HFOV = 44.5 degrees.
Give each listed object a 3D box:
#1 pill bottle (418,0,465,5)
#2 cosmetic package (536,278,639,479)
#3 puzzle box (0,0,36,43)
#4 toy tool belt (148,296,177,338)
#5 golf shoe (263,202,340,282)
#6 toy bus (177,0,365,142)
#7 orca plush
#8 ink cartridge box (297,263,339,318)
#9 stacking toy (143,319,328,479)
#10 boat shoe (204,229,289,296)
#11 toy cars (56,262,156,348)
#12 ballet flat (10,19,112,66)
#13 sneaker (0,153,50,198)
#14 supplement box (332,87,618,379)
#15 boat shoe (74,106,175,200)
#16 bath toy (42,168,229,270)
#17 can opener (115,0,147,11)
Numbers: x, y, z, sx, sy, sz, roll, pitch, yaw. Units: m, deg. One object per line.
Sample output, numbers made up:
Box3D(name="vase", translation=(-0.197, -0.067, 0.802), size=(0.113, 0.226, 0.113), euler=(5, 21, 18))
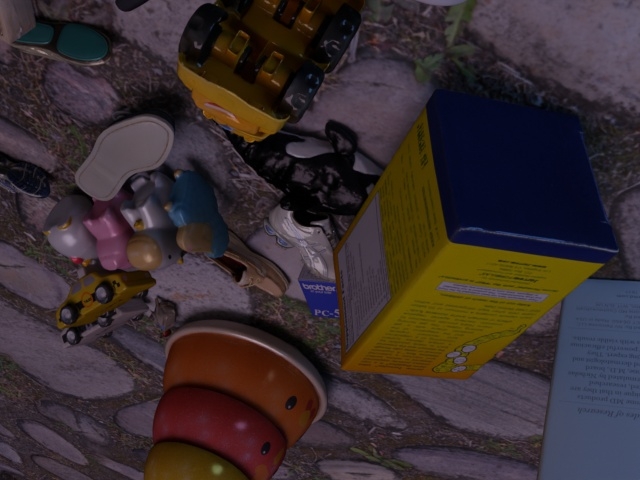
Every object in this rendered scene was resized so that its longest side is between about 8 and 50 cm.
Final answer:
Box3D(name="pill bottle", translation=(0.125, -0.319, 0.714), size=(0.107, 0.108, 0.180), euler=(21, 142, 2))
Box3D(name="cosmetic package", translation=(0.386, 0.294, 1.031), size=(0.161, 0.453, 0.230), euler=(2, 138, 25))
Box3D(name="puzzle box", translation=(-0.471, -0.441, 0.869), size=(0.272, 0.052, 0.409), euler=(27, 144, 14))
Box3D(name="toy tool belt", translation=(-0.314, 0.151, 1.552), size=(0.051, 0.052, 0.083), euler=(46, 145, 22))
Box3D(name="golf shoe", translation=(0.000, 0.000, 1.195), size=(0.176, 0.069, 0.086), euler=(33, 135, -15))
Box3D(name="toy bus", translation=(-0.074, -0.190, 0.888), size=(0.149, 0.220, 0.211), euler=(31, 148, -5))
Box3D(name="orca plush", translation=(-0.032, -0.094, 1.064), size=(0.287, 0.102, 0.151), euler=(35, 141, -15))
Box3D(name="ink cartridge box", translation=(0.075, 0.087, 1.274), size=(0.207, 0.046, 0.097), euler=(3, 137, 24))
Box3D(name="stacking toy", translation=(-0.211, 0.422, 1.463), size=(0.350, 0.480, 0.351), euler=(14, 142, 11))
Box3D(name="boat shoe", translation=(-0.128, 0.050, 1.320), size=(0.170, 0.059, 0.063), euler=(39, 140, -19))
Box3D(name="toy cars", translation=(-0.414, 0.114, 1.470), size=(0.087, 0.176, 0.394), euler=(67, 159, 10))
Box3D(name="ballet flat", translation=(-0.350, -0.269, 1.069), size=(0.168, 0.057, 0.052), euler=(17, 170, 13))
Box3D(name="sneaker", translation=(-0.522, -0.107, 1.348), size=(0.135, 0.052, 0.058), euler=(27, 153, 6))
Box3D(name="supplement box", translation=(0.166, 0.014, 0.977), size=(0.195, 0.194, 0.357), euler=(8, 146, -17))
Box3D(name="boat shoe", translation=(-0.281, -0.138, 1.157), size=(0.095, 0.079, 0.254), euler=(34, 143, -17))
Box3D(name="bath toy", translation=(-0.309, -0.014, 1.273), size=(0.348, 0.152, 0.129), euler=(-5, 146, 37))
Box3D(name="can opener", translation=(-0.183, -0.313, 0.914), size=(0.186, 0.059, 0.073), euler=(-16, 129, 38))
